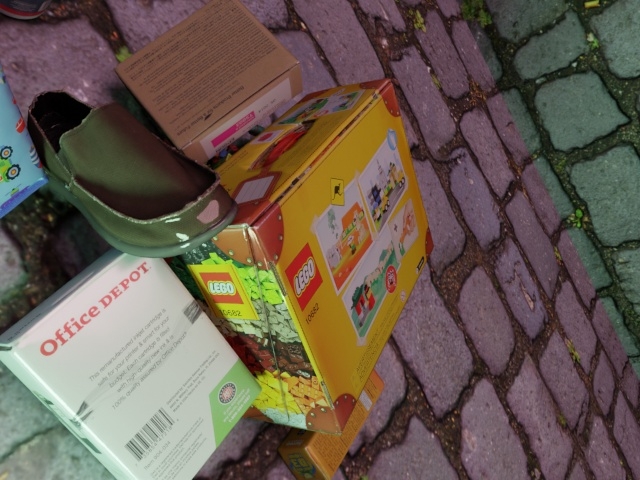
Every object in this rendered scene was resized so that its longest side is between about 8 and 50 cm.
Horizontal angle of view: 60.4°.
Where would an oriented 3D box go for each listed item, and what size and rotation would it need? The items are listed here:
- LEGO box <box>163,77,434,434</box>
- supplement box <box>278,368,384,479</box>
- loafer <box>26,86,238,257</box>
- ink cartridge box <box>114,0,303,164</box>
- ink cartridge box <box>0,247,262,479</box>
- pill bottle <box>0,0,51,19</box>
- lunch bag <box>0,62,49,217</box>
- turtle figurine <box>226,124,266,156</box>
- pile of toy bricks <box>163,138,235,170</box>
[{"bbox_3d":[0.000,0.000,0.934,0.500,0.193,0.373,-52,131,-46],"label":"LEGO box"},{"bbox_3d":[0.026,0.314,0.982,0.080,0.078,0.233,55,41,-12],"label":"supplement box"},{"bbox_3d":[-0.258,-0.094,0.673,0.134,0.365,0.130,-46,145,-33],"label":"loafer"},{"bbox_3d":[-0.177,-0.261,0.894,0.234,0.088,0.193,-38,75,-9],"label":"ink cartridge box"},{"bbox_3d":[-0.235,0.164,0.703,0.198,0.114,0.273,-47,115,-36],"label":"ink cartridge box"},{"bbox_3d":[-0.412,-0.410,0.779,0.108,0.180,0.108,23,56,-38],"label":"pill bottle"},{"bbox_3d":[-0.451,-0.064,0.548,0.138,0.221,0.293,24,55,8],"label":"lunch bag"},{"bbox_3d":[-0.147,-0.257,1.037,0.234,0.118,0.175,-83,152,-53],"label":"turtle figurine"},{"bbox_3d":[-0.169,-0.117,0.956,0.212,0.105,0.118,35,50,-31],"label":"pile of toy bricks"}]
